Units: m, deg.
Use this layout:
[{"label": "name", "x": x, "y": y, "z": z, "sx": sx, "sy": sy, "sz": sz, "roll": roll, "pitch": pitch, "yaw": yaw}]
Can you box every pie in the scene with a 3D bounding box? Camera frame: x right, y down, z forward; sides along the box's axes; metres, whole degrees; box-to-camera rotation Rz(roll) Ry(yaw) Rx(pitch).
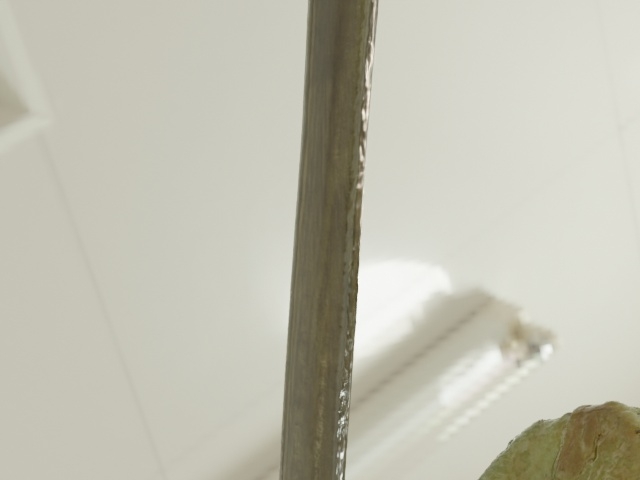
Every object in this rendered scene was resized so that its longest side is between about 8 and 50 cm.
[{"label": "pie", "x": 0.236, "y": 0.284, "z": 1.805, "sx": 0.306, "sy": 0.071, "sz": 0.306, "roll": -35, "pitch": -149, "yaw": 25}]

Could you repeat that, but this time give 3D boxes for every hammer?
[{"label": "hammer", "x": 0.000, "y": 0.000, "z": 0.816, "sx": 0.111, "sy": 0.365, "sz": 0.043, "roll": 11, "pitch": -168, "yaw": 39}]
